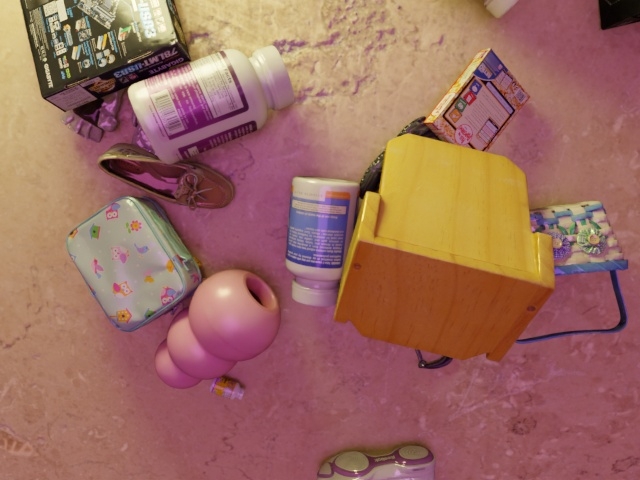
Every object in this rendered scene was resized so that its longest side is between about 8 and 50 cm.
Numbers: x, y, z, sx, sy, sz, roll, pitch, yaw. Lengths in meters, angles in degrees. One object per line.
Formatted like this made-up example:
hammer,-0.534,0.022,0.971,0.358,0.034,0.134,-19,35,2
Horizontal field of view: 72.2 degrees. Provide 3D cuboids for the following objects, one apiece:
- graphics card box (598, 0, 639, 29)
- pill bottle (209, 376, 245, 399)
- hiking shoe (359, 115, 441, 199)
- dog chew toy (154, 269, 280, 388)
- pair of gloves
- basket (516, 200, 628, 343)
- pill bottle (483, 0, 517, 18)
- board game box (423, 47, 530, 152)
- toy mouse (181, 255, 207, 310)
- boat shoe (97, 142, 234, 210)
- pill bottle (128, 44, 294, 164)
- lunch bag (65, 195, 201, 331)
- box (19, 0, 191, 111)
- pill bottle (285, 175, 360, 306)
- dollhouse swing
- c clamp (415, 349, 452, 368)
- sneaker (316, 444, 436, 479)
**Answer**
graphics card box,0.776,-0.515,0.828,0.370,0.233,0.094,-12,101,2
pill bottle,-0.232,0.371,1.100,0.083,0.043,0.043,22,100,-4
hiking shoe,0.182,-0.161,0.974,0.114,0.086,0.227,42,97,-4
dog chew toy,-0.248,0.217,0.999,0.332,0.206,0.206,-41,98,15
pair of gloves,-0.433,-0.272,0.981,0.240,0.042,0.204,40,98,-7
basket,0.511,0.069,0.957,0.254,0.201,0.289,-9,92,3
pill bottle,0.277,-0.600,0.838,0.334,0.188,0.188,41,98,-7
board game box,0.336,-0.281,0.940,0.146,0.045,0.193,39,90,-21
toy mouse,-0.324,0.109,1.057,0.161,0.031,0.143,18,100,-3
boat shoe,-0.334,-0.129,0.966,0.285,0.089,0.105,15,110,-12
pill bottle,-0.214,-0.287,0.901,0.301,0.169,0.169,-24,100,-9
lunch bag,-0.409,0.050,0.991,0.224,0.108,0.279,-33,89,7
box,-0.439,-0.448,0.885,0.293,0.073,0.296,-20,79,3
pill bottle,0.000,0.000,0.973,0.152,0.152,0.272,6,101,-1
dollhouse swing,0.236,0.009,0.904,0.346,0.305,0.315,13,130,0
c clamp,0.254,0.254,1.088,0.137,0.022,0.161,-26,98,0
sneaker,0.144,0.614,1.107,0.305,0.114,0.152,-5,100,2
